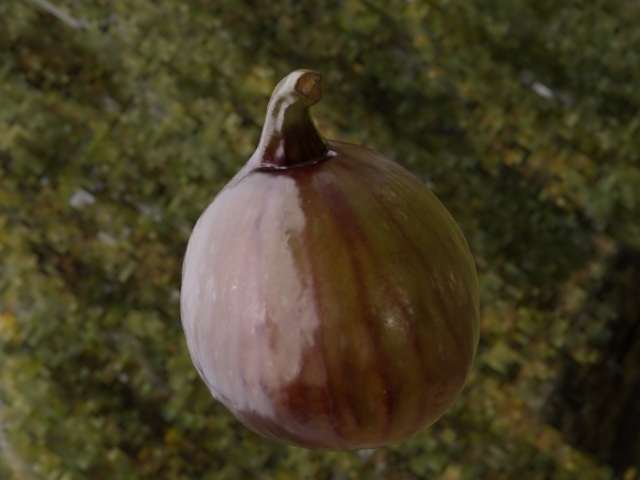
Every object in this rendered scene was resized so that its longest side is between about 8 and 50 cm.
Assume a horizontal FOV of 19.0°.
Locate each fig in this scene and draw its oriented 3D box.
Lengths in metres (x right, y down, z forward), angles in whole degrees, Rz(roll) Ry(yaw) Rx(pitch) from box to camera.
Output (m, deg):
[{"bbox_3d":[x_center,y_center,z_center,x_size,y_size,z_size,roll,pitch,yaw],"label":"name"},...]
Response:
[{"bbox_3d":[-0.001,0.003,1.025,0.175,0.207,0.175,-15,12,3],"label":"fig"}]
